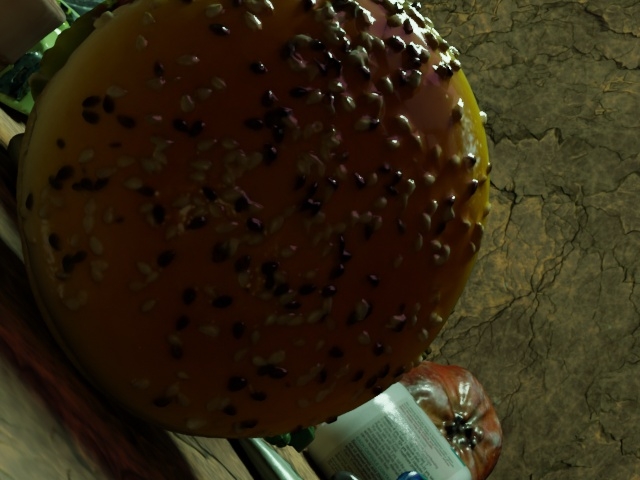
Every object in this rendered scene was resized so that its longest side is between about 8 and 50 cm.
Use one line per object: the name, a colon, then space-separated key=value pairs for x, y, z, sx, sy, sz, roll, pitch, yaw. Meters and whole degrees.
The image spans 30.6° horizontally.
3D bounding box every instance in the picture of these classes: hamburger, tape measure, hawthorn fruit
hamburger: x=-0.039 y=-0.030 z=0.694 sx=0.300 sy=0.300 sz=0.176 roll=52 pitch=-16 yaw=-15
tape measure: x=-0.287 y=-0.191 z=1.174 sx=0.200 sy=0.106 sz=0.175 roll=49 pitch=12 yaw=35
hawthorn fruit: x=0.133 y=0.296 z=1.783 sx=0.242 sy=0.242 sz=0.272 roll=52 pitch=-32 yaw=-14

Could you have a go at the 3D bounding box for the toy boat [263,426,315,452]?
toy boat: x=-0.083 y=0.108 z=1.059 sx=0.210 sy=0.052 sz=0.104 roll=53 pitch=2 yaw=12

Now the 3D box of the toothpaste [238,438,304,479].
toothpaste: x=-0.001 y=0.227 z=0.909 sx=0.255 sy=0.037 sz=0.067 roll=48 pitch=-3 yaw=31

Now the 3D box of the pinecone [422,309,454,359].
pinecone: x=0.000 y=0.000 z=1.454 sx=0.397 sy=0.398 sz=0.398 roll=52 pitch=-1 yaw=1

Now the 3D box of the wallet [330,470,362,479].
wallet: x=0.064 y=0.268 z=0.970 sx=0.182 sy=0.049 sz=0.229 roll=51 pitch=-11 yaw=11

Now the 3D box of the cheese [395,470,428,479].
cheese: x=0.181 y=0.359 z=1.172 sx=0.329 sy=0.217 sz=0.129 roll=39 pitch=-34 yaw=-17

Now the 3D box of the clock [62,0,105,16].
clock: x=-0.292 y=-0.319 z=1.489 sx=0.312 sy=0.313 sz=0.061 roll=52 pitch=-43 yaw=39

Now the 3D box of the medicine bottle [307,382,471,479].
medicine bottle: x=0.095 y=0.274 z=1.302 sx=0.215 sy=0.135 sz=0.135 roll=52 pitch=-1 yaw=14

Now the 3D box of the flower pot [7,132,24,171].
flower pot: x=-0.089 y=-0.065 z=0.937 sx=0.307 sy=0.244 sz=0.307 roll=52 pitch=-6 yaw=8

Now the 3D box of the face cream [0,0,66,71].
face cream: x=-0.291 y=-0.206 z=0.941 sx=0.149 sy=0.104 sz=0.149 roll=52 pitch=-1 yaw=1
